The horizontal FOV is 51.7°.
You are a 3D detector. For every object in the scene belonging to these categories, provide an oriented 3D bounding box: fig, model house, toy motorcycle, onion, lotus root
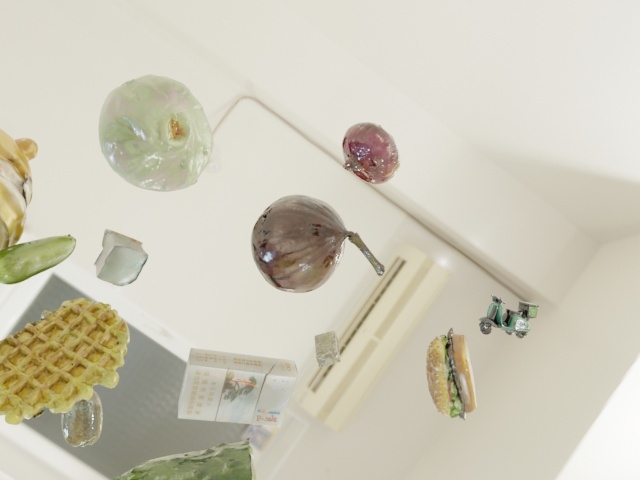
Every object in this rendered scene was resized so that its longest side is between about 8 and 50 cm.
[{"bbox_3d":[-0.014,-0.007,1.307,0.249,0.186,0.203,-18,-131,36],"label":"fig"},{"bbox_3d":[-0.452,0.035,1.486,0.100,0.088,0.100,-56,-144,16],"label":"model house"},{"bbox_3d":[0.466,0.191,1.652,0.058,0.173,0.100,11,-89,62],"label":"toy motorcycle"},{"bbox_3d":[0.078,-0.139,1.060,0.097,0.107,0.107,-38,180,-17],"label":"onion"},{"bbox_3d":[-0.682,0.492,1.890,0.088,0.113,0.192,-4,-93,45],"label":"lotus root"}]

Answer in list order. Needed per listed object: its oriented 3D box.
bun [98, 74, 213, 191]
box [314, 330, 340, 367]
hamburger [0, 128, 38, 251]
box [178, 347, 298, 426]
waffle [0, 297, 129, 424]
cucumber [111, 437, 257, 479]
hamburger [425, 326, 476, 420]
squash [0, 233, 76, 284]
[{"bbox_3d":[-0.375,-0.266,1.583,0.187,0.293,0.293,-15,-145,50],"label":"bun"},{"bbox_3d":[0.018,0.283,1.727,0.062,0.045,0.098,-15,-155,7],"label":"box"},{"bbox_3d":[-0.652,-0.112,1.208,0.276,0.276,0.237,-49,-156,43],"label":"hamburger"},{"bbox_3d":[-0.180,0.320,1.428,0.067,0.233,0.149,-106,-151,-58],"label":"box"},{"bbox_3d":[-0.536,0.235,1.323,0.307,0.312,0.060,-123,-159,-50],"label":"waffle"},{"bbox_3d":[-0.197,0.342,0.875,0.134,0.244,0.134,173,-90,-85],"label":"cucumber"},{"bbox_3d":[0.250,0.261,1.282,0.087,0.166,0.137,-9,-159,13],"label":"hamburger"},{"bbox_3d":[-0.520,0.028,1.208,0.066,0.066,0.201,-52,175,25],"label":"squash"}]
